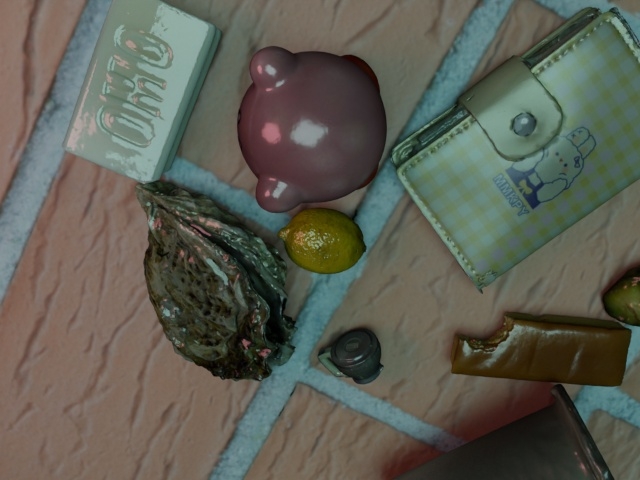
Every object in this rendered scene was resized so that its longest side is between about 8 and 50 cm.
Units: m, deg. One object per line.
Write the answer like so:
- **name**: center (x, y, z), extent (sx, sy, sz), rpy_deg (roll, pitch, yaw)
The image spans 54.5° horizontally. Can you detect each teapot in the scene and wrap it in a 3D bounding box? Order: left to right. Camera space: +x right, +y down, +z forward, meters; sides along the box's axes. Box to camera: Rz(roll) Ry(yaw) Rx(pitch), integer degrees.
- **teapot**: center (0.043, 0.158, 0.821), extent (0.087, 0.066, 0.057), rpy_deg (-12, 124, 24)

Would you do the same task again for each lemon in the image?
- **lemon**: center (0.000, 0.000, 0.764), extent (0.110, 0.082, 0.082), rpy_deg (11, 104, -11)

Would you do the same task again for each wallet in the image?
- **wallet**: center (0.262, -0.106, 0.752), extent (0.309, 0.077, 0.223), rpy_deg (-36, 106, 9)

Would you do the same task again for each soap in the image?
- **soap**: center (-0.207, -0.177, 0.722), extent (0.119, 0.066, 0.198), rpy_deg (23, 103, -5)

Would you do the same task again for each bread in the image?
- **bread**: center (0.287, 0.142, 0.824), extent (0.226, 0.049, 0.088), rpy_deg (6, 104, -2)

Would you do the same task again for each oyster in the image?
- **oyster**: center (-0.125, 0.050, 0.771), extent (0.198, 0.112, 0.268), rpy_deg (0, 114, 20)

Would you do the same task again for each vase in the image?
- **vase**: center (0.233, 0.352, 0.787), extent (0.291, 0.245, 0.245), rpy_deg (-28, 103, 10)

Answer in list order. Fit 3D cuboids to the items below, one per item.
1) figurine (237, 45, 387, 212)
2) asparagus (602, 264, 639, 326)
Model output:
- **figurine**: center (-0.011, -0.122, 0.688), extent (0.173, 0.173, 0.173), rpy_deg (0, 104, -1)
- **asparagus**: center (0.533, 0.024, 0.785), extent (0.342, 0.085, 0.082), rpy_deg (-23, 80, 7)
